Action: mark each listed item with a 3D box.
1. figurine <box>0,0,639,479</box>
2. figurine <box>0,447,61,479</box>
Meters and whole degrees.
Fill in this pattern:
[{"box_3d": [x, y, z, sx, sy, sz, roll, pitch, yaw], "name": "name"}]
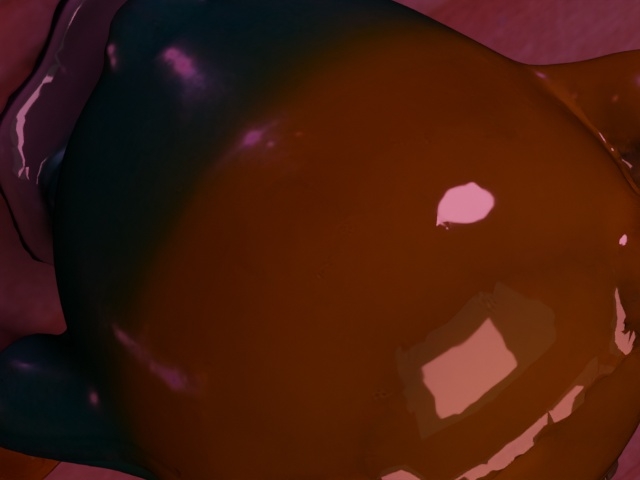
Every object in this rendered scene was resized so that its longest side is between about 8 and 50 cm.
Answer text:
[{"box_3d": [0.000, 0.000, 0.663, 0.323, 0.340, 0.231, -40, 128, -10], "name": "figurine"}, {"box_3d": [-0.181, 0.133, 0.791, 0.176, 0.121, 0.122, -48, 158, -14], "name": "figurine"}]
